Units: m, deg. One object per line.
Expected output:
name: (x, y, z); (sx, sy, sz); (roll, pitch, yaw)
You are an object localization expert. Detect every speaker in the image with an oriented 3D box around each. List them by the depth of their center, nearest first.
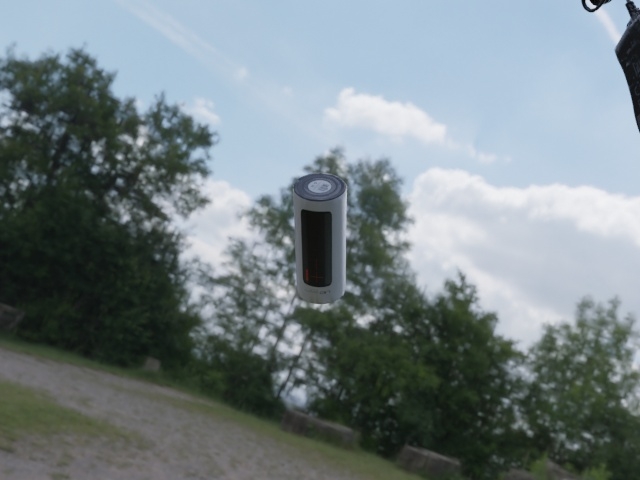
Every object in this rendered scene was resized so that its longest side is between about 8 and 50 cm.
speaker: (0.000, 0.000, 0.875); (0.055, 0.055, 0.136); (17, -51, 22)

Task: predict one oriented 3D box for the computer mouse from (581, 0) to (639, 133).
computer mouse: (0.363, -0.214, 0.823); (0.060, 0.262, 0.184); (-4, -27, -18)
